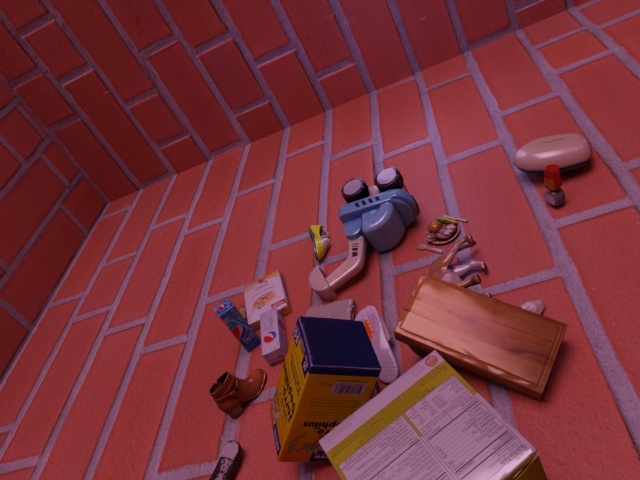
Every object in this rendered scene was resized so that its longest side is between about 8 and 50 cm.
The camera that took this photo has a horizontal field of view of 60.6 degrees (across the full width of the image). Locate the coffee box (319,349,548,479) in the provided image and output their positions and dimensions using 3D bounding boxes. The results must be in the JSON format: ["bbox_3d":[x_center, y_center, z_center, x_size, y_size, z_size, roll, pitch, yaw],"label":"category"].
[{"bbox_3d":[0.261,0.526,1.184,0.338,0.338,0.334,-36,35,-8],"label":"coffee box"}]

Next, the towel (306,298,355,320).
[{"bbox_3d":[0.026,0.322,1.891,0.187,0.049,0.282,-14,36,21],"label":"towel"}]

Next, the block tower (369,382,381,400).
[{"bbox_3d":[0.143,0.490,1.544,0.097,0.091,0.335,-28,34,3],"label":"block tower"}]

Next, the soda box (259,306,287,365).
[{"bbox_3d":[-0.170,0.347,1.990,0.073,0.069,0.216,-26,33,9],"label":"soda box"}]

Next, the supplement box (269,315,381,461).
[{"bbox_3d":[0.001,0.409,1.493,0.195,0.357,0.194,7,29,-18],"label":"supplement box"}]

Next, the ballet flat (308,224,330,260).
[{"bbox_3d":[0.000,0.000,2.306,0.077,0.077,0.231,-12,33,-2],"label":"ballet flat"}]

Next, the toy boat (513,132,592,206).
[{"bbox_3d":[0.825,-0.257,1.951,0.267,0.148,0.318,-5,34,26],"label":"toy boat"}]

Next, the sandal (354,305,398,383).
[{"bbox_3d":[0.186,0.335,1.736,0.102,0.076,0.265,-35,52,20],"label":"sandal"}]

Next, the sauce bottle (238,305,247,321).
[{"bbox_3d":[-0.305,0.313,2.162,0.042,0.042,0.128,-25,35,8],"label":"sauce bottle"}]

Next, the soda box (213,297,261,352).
[{"bbox_3d":[-0.302,0.311,2.009,0.067,0.210,0.071,-38,34,-11],"label":"soda box"}]

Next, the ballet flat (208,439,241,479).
[{"bbox_3d":[-0.302,0.722,1.633,0.084,0.058,0.250,11,55,18],"label":"ballet flat"}]

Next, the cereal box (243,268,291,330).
[{"bbox_3d":[-0.217,0.235,2.187,0.173,0.047,0.240,-28,34,4],"label":"cereal box"}]

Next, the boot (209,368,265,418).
[{"bbox_3d":[-0.273,0.478,1.824,0.072,0.152,0.197,3,47,40],"label":"boot"}]

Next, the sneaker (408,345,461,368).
[{"bbox_3d":[0.373,0.299,1.614,0.222,0.083,0.118,15,46,24],"label":"sneaker"}]

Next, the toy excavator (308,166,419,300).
[{"bbox_3d":[0.164,-0.015,2.097,0.432,0.222,0.445,-17,45,22],"label":"toy excavator"}]

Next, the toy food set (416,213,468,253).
[{"bbox_3d":[0.448,-0.036,2.029,0.132,0.039,0.192,15,55,47],"label":"toy food set"}]

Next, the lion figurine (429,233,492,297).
[{"bbox_3d":[0.412,0.144,1.767,0.240,0.142,0.392,-30,17,26],"label":"lion figurine"}]

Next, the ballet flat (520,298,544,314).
[{"bbox_3d":[0.585,0.218,1.584,0.168,0.052,0.057,-40,35,-14],"label":"ballet flat"}]

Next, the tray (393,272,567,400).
[{"bbox_3d":[0.430,0.251,1.502,0.410,0.076,0.203,20,66,26],"label":"tray"}]
